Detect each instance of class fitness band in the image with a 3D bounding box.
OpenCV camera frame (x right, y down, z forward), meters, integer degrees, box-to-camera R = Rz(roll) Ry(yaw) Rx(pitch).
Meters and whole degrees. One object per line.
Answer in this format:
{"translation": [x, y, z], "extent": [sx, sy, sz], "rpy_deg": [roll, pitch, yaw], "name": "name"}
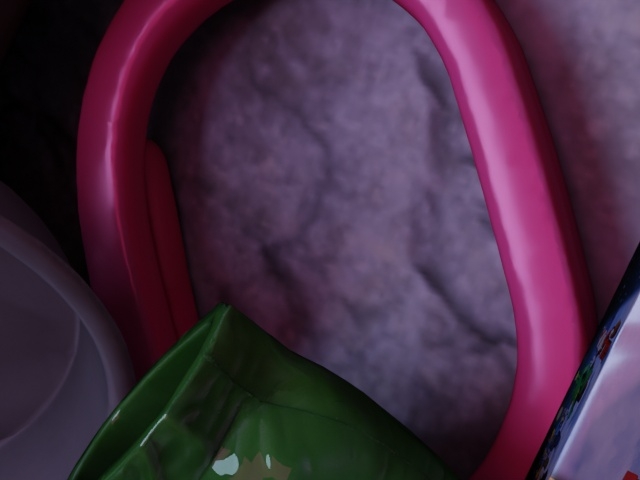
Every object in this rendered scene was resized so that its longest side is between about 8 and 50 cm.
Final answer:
{"translation": [0.000, 0.000, 0.449], "extent": [0.209, 0.054, 0.291], "rpy_deg": [-18, 82, 23], "name": "fitness band"}

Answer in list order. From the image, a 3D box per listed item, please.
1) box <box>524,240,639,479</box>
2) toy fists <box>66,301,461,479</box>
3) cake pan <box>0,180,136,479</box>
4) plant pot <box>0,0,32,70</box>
{"translation": [0.167, 0.066, 0.351], "extent": [0.159, 0.044, 0.233], "rpy_deg": [25, 98, 6], "name": "box"}
{"translation": [-0.053, 0.148, 0.402], "extent": [0.142, 0.096, 0.279], "rpy_deg": [37, 125, -11], "name": "toy fists"}
{"translation": [-0.222, 0.054, 0.414], "extent": [0.293, 0.293, 0.054], "rpy_deg": [-33, 43, 20], "name": "cake pan"}
{"translation": [-0.272, -0.111, 0.467], "extent": [0.323, 0.323, 0.280], "rpy_deg": [28, 116, 23], "name": "plant pot"}
